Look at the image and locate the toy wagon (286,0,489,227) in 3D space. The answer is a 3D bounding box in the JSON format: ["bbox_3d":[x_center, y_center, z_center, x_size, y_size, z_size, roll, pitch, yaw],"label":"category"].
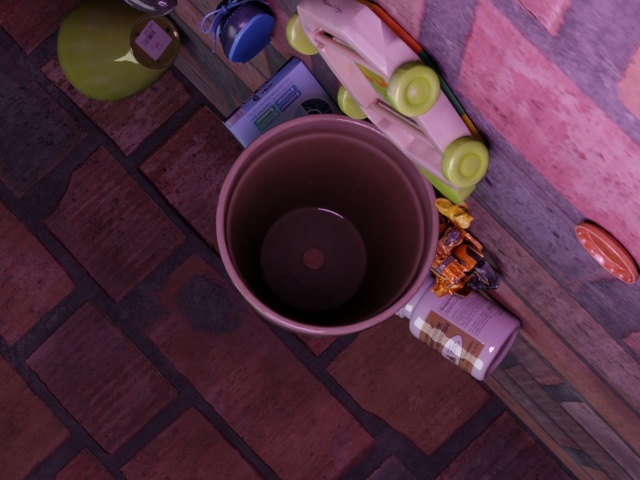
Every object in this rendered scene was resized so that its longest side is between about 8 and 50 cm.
[{"bbox_3d":[0.098,-0.149,1.353,0.344,0.068,0.267,48,176,-37],"label":"toy wagon"}]

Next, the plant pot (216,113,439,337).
[{"bbox_3d":[0.000,0.000,1.773,0.323,0.323,0.280,46,168,5],"label":"plant pot"}]

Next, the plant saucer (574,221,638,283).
[{"bbox_3d":[0.300,0.011,1.208,0.083,0.013,0.083,45,176,4],"label":"plant saucer"}]

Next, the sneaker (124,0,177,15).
[{"bbox_3d":[-0.378,-0.540,2.213,0.267,0.101,0.106,46,174,-7],"label":"sneaker"}]

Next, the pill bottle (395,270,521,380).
[{"bbox_3d":[0.233,0.138,2.088,0.229,0.131,0.131,34,172,18],"label":"pill bottle"}]

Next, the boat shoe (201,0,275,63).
[{"bbox_3d":[-0.133,-0.324,1.765,0.089,0.109,0.258,50,174,-3],"label":"boat shoe"}]

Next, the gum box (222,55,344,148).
[{"bbox_3d":[-0.043,-0.178,1.883,0.184,0.157,0.041,49,175,-34],"label":"gum box"}]

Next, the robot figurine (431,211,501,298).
[{"bbox_3d":[0.194,0.020,1.899,0.211,0.085,0.291,45,176,5],"label":"robot figurine"}]

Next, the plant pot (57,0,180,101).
[{"bbox_3d":[-0.475,-0.485,2.886,0.275,0.275,0.293,48,160,-27],"label":"plant pot"}]

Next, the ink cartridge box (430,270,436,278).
[{"bbox_3d":[0.216,0.066,2.319,0.186,0.065,0.311,48,178,-14],"label":"ink cartridge box"}]
